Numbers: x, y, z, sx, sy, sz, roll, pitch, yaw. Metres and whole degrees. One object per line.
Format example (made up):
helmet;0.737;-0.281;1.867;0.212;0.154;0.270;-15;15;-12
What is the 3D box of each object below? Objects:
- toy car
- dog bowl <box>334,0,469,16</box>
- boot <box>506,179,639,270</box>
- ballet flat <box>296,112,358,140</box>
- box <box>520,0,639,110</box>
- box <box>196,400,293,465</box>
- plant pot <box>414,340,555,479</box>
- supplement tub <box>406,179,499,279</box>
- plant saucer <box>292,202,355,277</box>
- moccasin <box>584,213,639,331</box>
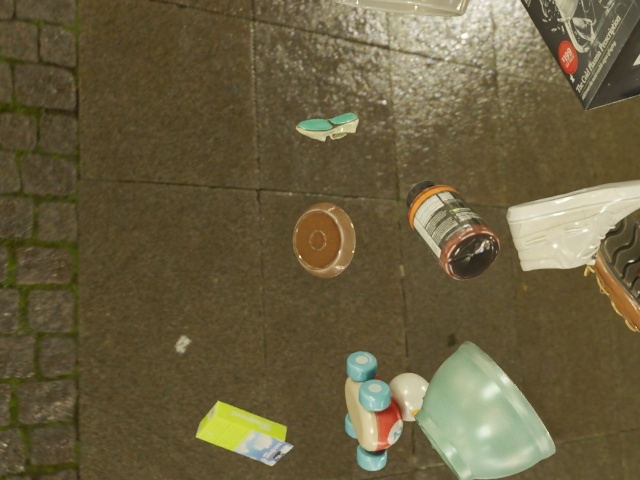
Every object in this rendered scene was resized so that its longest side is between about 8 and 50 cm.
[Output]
toy car;0.189;0.389;1.765;0.238;0.210;0.219;-6;119;-11
dog bowl;0.172;-0.561;1.636;0.348;0.349;0.102;-1;106;-33
boot;0.451;-0.022;1.246;0.095;0.258;0.123;-26;102;-67
ballet flat;0.019;-0.257;1.740;0.168;0.057;0.052;-15;131;-28
box;0.564;-0.485;1.425;0.179;0.343;0.312;-16;66;-8
box;-0.155;0.402;1.546;0.178;0.109;0.042;25;43;-15
plant pot;0.326;0.390;1.596;0.196;0.293;0.293;-35;102;-6
supplement tub;0.220;-0.027;1.297;0.106;0.198;0.106;-11;128;-15
plant saucer;0.000;0.000;1.646;0.029;0.168;0.168;-2;83;-55
moccasin;0.641;0.061;1.589;0.380;0.147;0.139;46;75;-22
